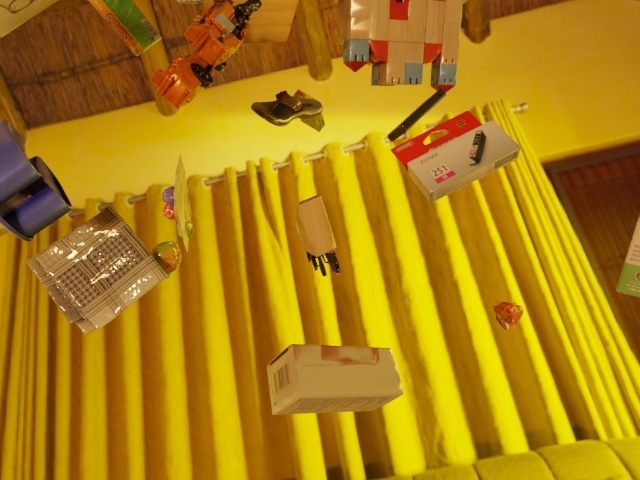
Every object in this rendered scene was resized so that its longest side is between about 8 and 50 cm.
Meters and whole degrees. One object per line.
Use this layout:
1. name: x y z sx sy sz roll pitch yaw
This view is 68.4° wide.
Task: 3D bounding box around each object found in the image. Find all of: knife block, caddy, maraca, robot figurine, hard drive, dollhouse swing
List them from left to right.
1. caddy: -0.773 -0.142 1.159 0.179 0.341 0.241 -37 -43 -15
2. maraca: -0.547 0.073 1.673 0.127 0.099 0.185 -48 -17 -29
3. robot figurine: -0.203 -0.362 0.865 0.085 0.291 0.211 39 -60 -25
4. dollhouse swing: -0.176 -0.695 1.167 0.316 0.346 0.304 -2 -50 -1
5. knife block: 0.000 0.000 1.711 0.088 0.242 0.275 -26 -21 -20
6. hard drive: 0.220 -0.288 1.090 0.135 0.022 0.094 -43 6 -11

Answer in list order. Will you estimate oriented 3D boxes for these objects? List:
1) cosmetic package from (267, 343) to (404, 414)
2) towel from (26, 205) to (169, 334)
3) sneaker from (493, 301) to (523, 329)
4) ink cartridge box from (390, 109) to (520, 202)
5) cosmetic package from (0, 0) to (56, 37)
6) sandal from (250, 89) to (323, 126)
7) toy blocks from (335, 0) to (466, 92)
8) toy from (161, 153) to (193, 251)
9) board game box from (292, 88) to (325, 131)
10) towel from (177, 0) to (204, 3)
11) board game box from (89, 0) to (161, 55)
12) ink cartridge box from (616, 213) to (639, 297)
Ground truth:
1. cosmetic package: 0.035 0.343 1.163 0.296 0.129 0.153 11 -40 -31
2. towel: -0.712 0.095 1.502 0.324 0.312 0.056 -38 3 -10
3. sneaker: 0.486 0.181 1.208 0.067 0.064 0.175 -38 -25 3
4. ink cartridge box: 0.367 -0.259 1.321 0.275 0.238 0.060 -27 -33 -2
5. cosmetic package: -0.401 -0.418 0.547 0.378 0.097 0.284 -16 -10 23
6. sandal: -0.103 -0.437 1.499 0.303 0.120 0.086 -29 -29 -46
7. toy blocks: 0.192 -0.497 1.158 0.382 0.260 0.191 -4 16 -16
8. toy: -0.369 -0.088 1.200 0.056 0.136 0.237 -2 -34 -5
9. board game box: -0.042 -0.478 1.746 0.043 0.092 0.181 -55 -14 -6
10. towel: -0.270 -0.687 1.063 0.235 0.121 0.283 11 -23 23
11. board game box: -0.479 -0.550 1.060 0.039 0.124 0.259 -25 -59 20
12. ink cartridge box: 0.601 0.001 0.757 0.160 0.219 0.093 17 6 42
